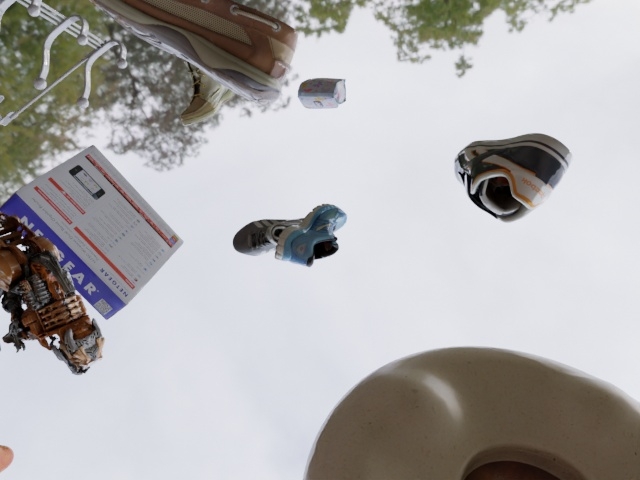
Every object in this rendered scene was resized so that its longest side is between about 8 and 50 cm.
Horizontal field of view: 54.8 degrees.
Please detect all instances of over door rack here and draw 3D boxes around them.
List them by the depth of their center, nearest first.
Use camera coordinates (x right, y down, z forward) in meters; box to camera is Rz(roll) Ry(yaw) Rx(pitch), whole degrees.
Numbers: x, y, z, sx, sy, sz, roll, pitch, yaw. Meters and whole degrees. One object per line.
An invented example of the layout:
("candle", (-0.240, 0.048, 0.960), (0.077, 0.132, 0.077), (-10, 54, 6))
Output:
("over door rack", (-0.542, -0.299, 1.097), (0.325, 0.239, 0.108), (-21, -103, 15))

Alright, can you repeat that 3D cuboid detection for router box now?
("router box", (-0.520, -0.030, 1.451), (0.082, 0.335, 0.301), (-33, -166, 28))

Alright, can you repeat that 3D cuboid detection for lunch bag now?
("lunch bag", (0.003, -0.263, 1.107), (0.071, 0.053, 0.083), (4, -160, 16))

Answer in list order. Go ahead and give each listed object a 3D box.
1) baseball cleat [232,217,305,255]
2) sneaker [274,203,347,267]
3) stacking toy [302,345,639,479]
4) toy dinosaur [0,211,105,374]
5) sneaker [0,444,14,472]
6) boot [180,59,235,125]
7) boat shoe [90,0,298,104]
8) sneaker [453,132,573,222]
("baseball cleat", (-0.096, -0.013, 1.172), (0.206, 0.109, 0.072), (-12, -95, 24))
("sneaker", (0.000, 0.000, 0.929), (0.073, 0.063, 0.162), (27, -142, 19))
("stacking toy", (0.136, 0.372, 0.570), (0.351, 0.479, 0.350), (6, -147, -4))
("toy dinosaur", (-0.427, 0.058, 0.904), (0.165, 0.218, 0.321), (-2, -121, -40))
("sneaker", (-0.585, 0.376, 1.048), (0.068, 0.175, 0.064), (-17, -108, 13))
("boot", (-0.294, -0.387, 1.481), (0.077, 0.165, 0.213), (0, -142, 30))
("boat shoe", (-0.175, -0.294, 0.771), (0.116, 0.325, 0.123), (-60, -170, 5))
("sneaker", (0.317, -0.110, 1.140), (0.127, 0.126, 0.321), (-56, -170, -7))
